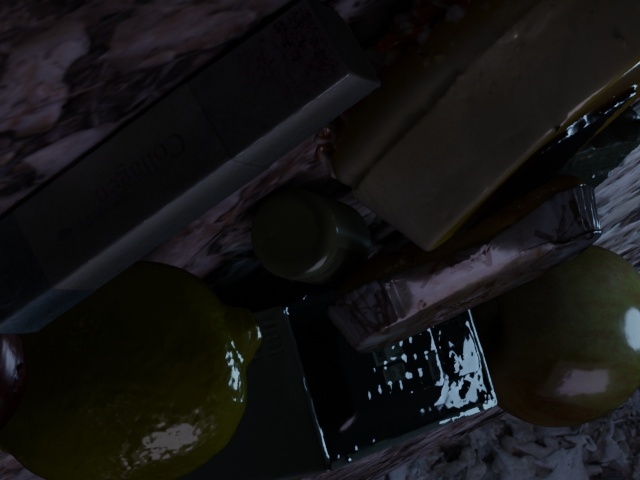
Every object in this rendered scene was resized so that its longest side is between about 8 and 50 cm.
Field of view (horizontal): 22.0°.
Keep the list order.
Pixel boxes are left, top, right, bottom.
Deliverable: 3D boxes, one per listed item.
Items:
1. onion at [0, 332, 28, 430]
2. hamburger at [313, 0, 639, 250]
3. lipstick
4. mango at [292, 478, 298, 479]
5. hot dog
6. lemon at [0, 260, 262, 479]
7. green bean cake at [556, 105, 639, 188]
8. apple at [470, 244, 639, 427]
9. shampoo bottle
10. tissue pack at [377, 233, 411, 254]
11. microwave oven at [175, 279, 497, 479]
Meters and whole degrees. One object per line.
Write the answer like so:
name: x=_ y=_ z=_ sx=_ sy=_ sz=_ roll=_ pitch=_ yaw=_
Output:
onion: x=-0.272 y=0.096 z=1.183 sx=0.131 sy=0.131 sz=0.131 roll=-28 pitch=166 yaw=-8
hamburger: x=0.132 y=-0.119 z=1.187 sx=0.227 sy=0.151 sz=0.295 roll=-23 pitch=161 yaw=-48
lipstick: x=-0.108 y=-0.045 z=1.122 sx=0.317 sy=0.066 sz=0.068 roll=-34 pitch=165 yaw=17
mango: x=-0.134 y=0.251 z=1.921 sx=0.331 sy=0.142 sz=0.195 roll=-34 pitch=132 yaw=-4
hot dog: x=0.131 y=0.017 z=1.478 sx=0.268 sy=0.075 sz=0.144 roll=-22 pitch=163 yaw=-13
lemon: x=-0.165 y=0.113 z=1.326 sx=0.248 sy=0.184 sz=0.184 roll=-22 pitch=167 yaw=6
green bean cake: x=0.188 y=-0.073 z=1.560 sx=0.185 sy=0.094 sz=0.183 roll=-21 pitch=164 yaw=-31
apple: x=0.317 y=0.123 z=2.234 sx=0.234 sy=0.257 sz=0.257 roll=15 pitch=143 yaw=-27
shampoo bottle: x=0.000 y=0.000 z=1.470 sx=0.079 sy=0.079 sz=0.162 roll=-33 pitch=166 yaw=14
tissue pack: x=0.148 y=-0.006 z=1.785 sx=0.148 sy=0.060 sz=0.108 roll=-33 pitch=165 yaw=20
microwave oven: x=-0.003 y=0.126 z=1.644 sx=0.237 sy=0.181 sz=0.295 roll=-19 pitch=176 yaw=38
